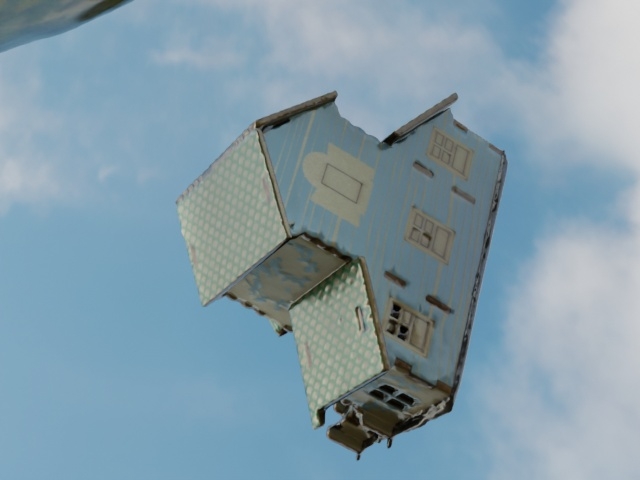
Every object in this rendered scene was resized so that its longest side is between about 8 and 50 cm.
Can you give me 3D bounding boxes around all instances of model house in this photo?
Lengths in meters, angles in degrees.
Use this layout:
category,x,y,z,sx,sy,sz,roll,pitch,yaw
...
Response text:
category,x,y,z,sx,sy,sz,roll,pitch,yaw
model house,0.000,0.000,0.937,0.206,0.271,0.178,30,-34,-20

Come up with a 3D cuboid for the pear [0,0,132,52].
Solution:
category,x,y,z,sx,sy,sz,roll,pitch,yaw
pear,-0.171,-0.235,0.527,0.304,0.304,0.303,-2,-66,-4
